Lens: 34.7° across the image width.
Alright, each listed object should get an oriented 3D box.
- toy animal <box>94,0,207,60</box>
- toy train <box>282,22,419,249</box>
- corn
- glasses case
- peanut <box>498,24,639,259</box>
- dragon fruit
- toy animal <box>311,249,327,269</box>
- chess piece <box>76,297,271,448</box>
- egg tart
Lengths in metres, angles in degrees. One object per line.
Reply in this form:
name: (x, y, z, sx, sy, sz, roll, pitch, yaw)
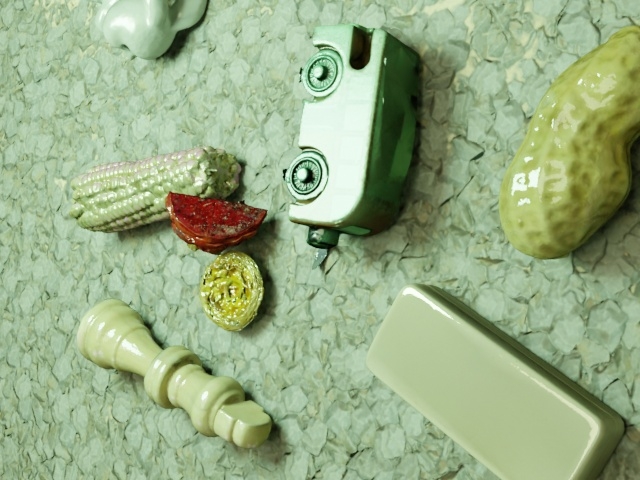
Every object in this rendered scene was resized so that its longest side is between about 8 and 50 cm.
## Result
toy animal: (-0.310, -0.416, 1.785, 0.178, 0.127, 0.193, -51, 54, 20)
toy train: (0.047, -0.147, 1.456, 0.159, 0.129, 0.326, 5, 84, 34)
corn: (-0.283, -0.084, 1.728, 0.335, 0.127, 0.126, -6, 80, 34)
glasses case: (0.213, 0.193, 1.311, 0.336, 0.076, 0.144, 38, 107, 36)
peanut: (0.321, -0.118, 1.238, 0.147, 0.147, 0.305, 27, 97, 38)
dragon fruit: (-0.169, -0.011, 1.611, 0.106, 0.162, 0.083, 115, 159, -61)
toy animal: (0.000, 0.000, 1.539, 0.050, 0.028, 0.084, 43, 110, 25)
chess piece: (-0.231, 0.219, 1.647, 0.397, 0.117, 0.117, 25, 100, 36)
egg tart: (-0.134, 0.081, 1.624, 0.129, 0.049, 0.128, -3, 85, 33)
